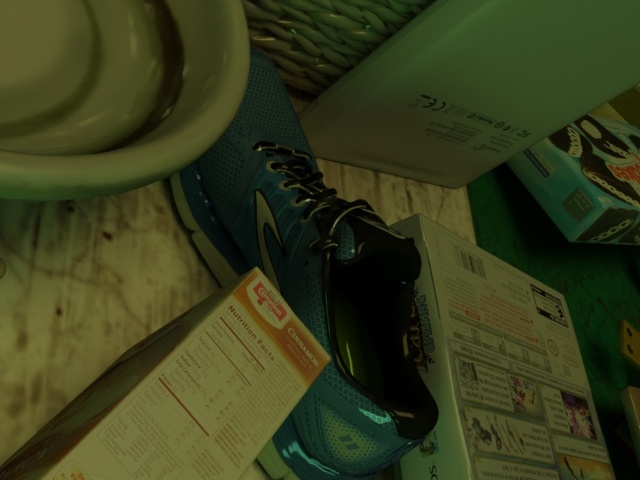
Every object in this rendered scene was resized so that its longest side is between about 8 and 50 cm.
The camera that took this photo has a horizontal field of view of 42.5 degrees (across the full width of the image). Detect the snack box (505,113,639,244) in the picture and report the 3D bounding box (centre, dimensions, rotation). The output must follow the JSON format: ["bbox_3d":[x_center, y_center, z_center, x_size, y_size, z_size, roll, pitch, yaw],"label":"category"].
[{"bbox_3d":[0.348,-0.079,1.000,0.321,0.060,0.187,2,46,-44],"label":"snack box"}]

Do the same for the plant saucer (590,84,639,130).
[{"bbox_3d":[0.429,-0.206,1.215,0.188,0.045,0.188,35,45,-24],"label":"plant saucer"}]

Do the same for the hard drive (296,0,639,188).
[{"bbox_3d":[0.175,-0.155,0.688,0.233,0.353,0.047,8,61,-42],"label":"hard drive"}]

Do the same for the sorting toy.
[{"bbox_3d":[0.353,0.222,0.860,0.132,0.046,0.275,18,54,-37],"label":"sorting toy"}]

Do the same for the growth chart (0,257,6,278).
[{"bbox_3d":[-0.290,-0.053,0.416,0.237,0.021,0.172,-2,66,-46],"label":"growth chart"}]

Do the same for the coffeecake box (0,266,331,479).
[{"bbox_3d":[-0.099,0.109,0.406,0.068,0.142,0.185,52,40,-7],"label":"coffeecake box"}]

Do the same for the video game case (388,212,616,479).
[{"bbox_3d":[0.150,0.133,0.672,0.269,0.061,0.244,24,48,-46],"label":"video game case"}]

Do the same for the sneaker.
[{"bbox_3d":[0.000,0.000,0.575,0.129,0.147,0.330,-4,68,-46],"label":"sneaker"}]

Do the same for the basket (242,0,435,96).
[{"bbox_3d":[0.052,-0.318,0.740,0.331,0.266,0.329,13,57,-39],"label":"basket"}]

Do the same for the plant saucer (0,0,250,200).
[{"bbox_3d":[-0.230,-0.172,0.473,0.400,0.100,0.401,28,40,-27],"label":"plant saucer"}]
